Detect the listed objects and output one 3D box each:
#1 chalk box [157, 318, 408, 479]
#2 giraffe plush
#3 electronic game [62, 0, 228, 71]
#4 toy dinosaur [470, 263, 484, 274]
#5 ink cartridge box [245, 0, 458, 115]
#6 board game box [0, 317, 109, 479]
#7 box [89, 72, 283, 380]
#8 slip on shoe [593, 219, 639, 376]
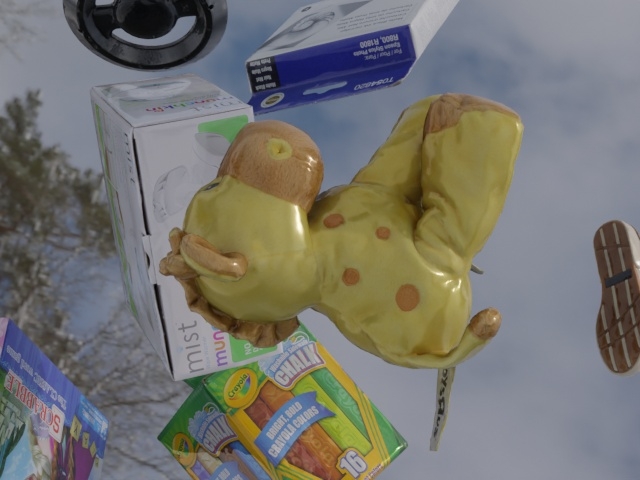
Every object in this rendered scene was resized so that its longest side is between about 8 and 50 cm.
[{"bbox_3d":[-0.071,0.229,1.354,0.289,0.180,0.179,48,-42,7],"label":"chalk box"},{"bbox_3d":[0.000,0.000,0.610,0.181,0.170,0.210,120,-18,-59],"label":"giraffe plush"},{"bbox_3d":[-0.244,-0.323,1.495,0.229,0.229,0.048,-27,-134,29],"label":"electronic game"},{"bbox_3d":[0.106,0.034,1.498,0.268,0.118,0.064,-2,-98,-3],"label":"toy dinosaur"},{"bbox_3d":[0.028,-0.229,1.226,0.223,0.045,0.224,-8,-148,31],"label":"ink cartridge box"},{"bbox_3d":[-0.360,0.304,1.274,0.065,0.319,0.318,-4,-121,12],"label":"board game box"},{"bbox_3d":[-0.146,-0.024,1.114,0.231,0.126,0.262,-145,-135,-63],"label":"box"},{"bbox_3d":[0.255,0.049,0.883,0.051,0.041,0.135,-27,-128,39],"label":"slip on shoe"}]
